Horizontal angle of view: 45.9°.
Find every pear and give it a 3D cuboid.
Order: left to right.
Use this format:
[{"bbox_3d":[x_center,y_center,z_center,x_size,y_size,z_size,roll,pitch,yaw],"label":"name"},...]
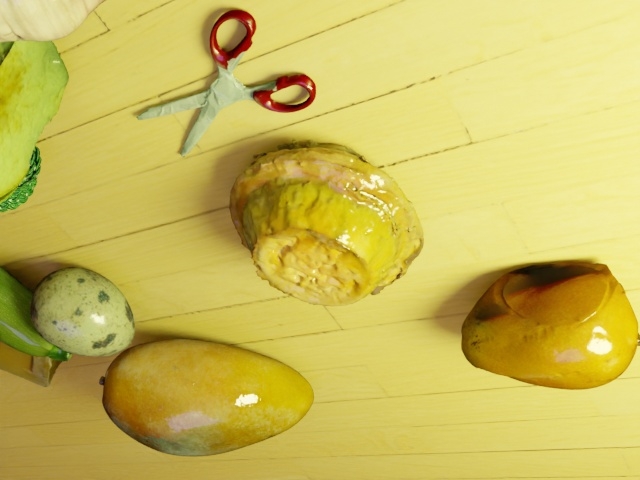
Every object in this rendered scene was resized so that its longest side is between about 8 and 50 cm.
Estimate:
[{"bbox_3d":[-0.477,-0.175,0.888,0.282,0.286,0.176,18,159,1],"label":"pear"}]

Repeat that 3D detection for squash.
[{"bbox_3d":[-0.597,0.087,1.324,0.395,0.107,0.107,34,139,-4],"label":"squash"}]

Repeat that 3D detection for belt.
[{"bbox_3d":[-0.464,-0.115,1.048,0.151,0.121,0.079,30,141,-6],"label":"belt"}]

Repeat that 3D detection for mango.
[{"bbox_3d":[-0.203,0.280,1.346,0.384,0.199,0.221,5,132,-2],"label":"mango"},{"bbox_3d":[0.305,0.133,1.022,0.236,0.136,0.166,-3,139,31],"label":"mango"}]

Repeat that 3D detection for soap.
[{"bbox_3d":[-0.647,0.157,1.455,0.315,0.091,0.199,23,139,-6],"label":"soap"}]

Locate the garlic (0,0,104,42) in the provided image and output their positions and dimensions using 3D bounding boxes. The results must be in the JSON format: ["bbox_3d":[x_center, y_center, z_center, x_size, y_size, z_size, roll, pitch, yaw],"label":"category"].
[{"bbox_3d":[-0.282,-0.293,0.742,0.245,0.245,0.253,15,173,5],"label":"garlic"}]

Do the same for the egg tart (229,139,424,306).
[{"bbox_3d":[0.000,0.000,1.010,0.288,0.118,0.288,9,143,7],"label":"egg tart"}]

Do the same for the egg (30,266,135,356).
[{"bbox_3d":[-0.398,0.124,1.277,0.181,0.141,0.141,33,138,-13],"label":"egg"}]

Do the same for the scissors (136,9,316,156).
[{"bbox_3d":[-0.129,-0.176,0.932,0.247,0.017,0.144,-23,124,41],"label":"scissors"}]
